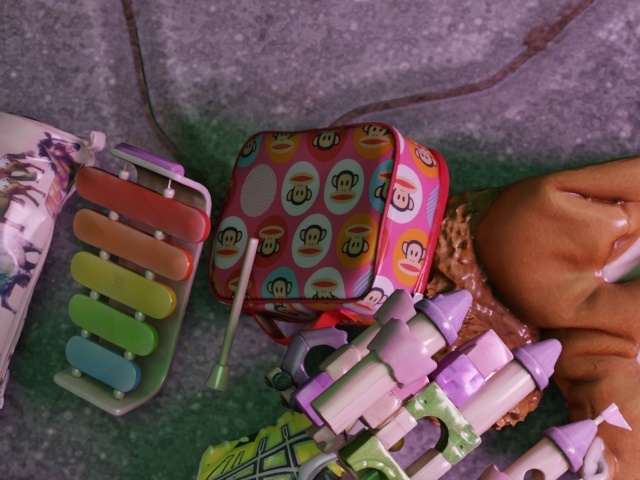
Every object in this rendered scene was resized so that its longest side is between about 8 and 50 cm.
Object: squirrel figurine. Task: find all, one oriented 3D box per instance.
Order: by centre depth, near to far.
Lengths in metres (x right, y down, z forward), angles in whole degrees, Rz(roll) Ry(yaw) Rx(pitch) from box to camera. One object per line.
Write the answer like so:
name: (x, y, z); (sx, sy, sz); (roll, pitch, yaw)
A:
squirrel figurine: (0.284, 0.110, 1.883); (0.397, 0.281, 0.370); (-10, 88, 16)

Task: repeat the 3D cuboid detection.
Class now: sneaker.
sneaker: (-0.058, 0.268, 1.902); (0.147, 0.145, 0.384); (41, 83, 10)

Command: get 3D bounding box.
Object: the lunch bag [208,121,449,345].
lunch bag: (0.000, 0.000, 1.896); (0.293, 0.120, 0.258); (1, 74, 45)

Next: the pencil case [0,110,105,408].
pencil case: (-0.407, 0.030, 1.966); (0.183, 0.160, 0.410); (21, 81, -2)

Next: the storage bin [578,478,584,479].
storage bin: (0.283, 0.445, 1.780); (0.260, 0.123, 0.262); (43, 128, 11)

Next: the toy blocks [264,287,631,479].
toy blocks: (0.140, 0.171, 1.701); (0.260, 0.309, 0.288); (-40, 98, -9)

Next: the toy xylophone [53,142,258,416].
toy xylophone: (-0.198, 0.052, 1.918); (0.236, 0.081, 0.322); (13, 99, 33)
